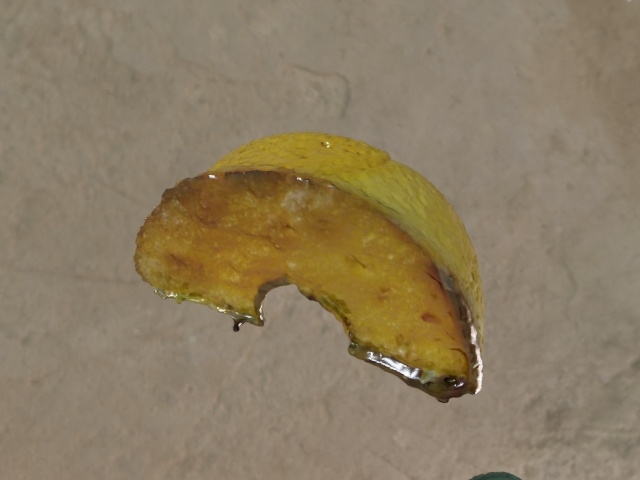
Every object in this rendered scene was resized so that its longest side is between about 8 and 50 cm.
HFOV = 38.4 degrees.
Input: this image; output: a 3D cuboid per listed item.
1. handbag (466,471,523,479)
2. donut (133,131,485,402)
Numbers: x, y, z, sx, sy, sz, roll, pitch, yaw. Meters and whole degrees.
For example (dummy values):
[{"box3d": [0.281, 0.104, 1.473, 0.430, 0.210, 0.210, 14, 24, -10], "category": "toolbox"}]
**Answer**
[{"box3d": [0.088, 0.349, 0.804, 0.089, 0.238, 0.326, -6, 158, -42], "category": "handbag"}, {"box3d": [0.005, -0.001, 0.620, 0.259, 0.101, 0.152, 21, 137, 13], "category": "donut"}]
